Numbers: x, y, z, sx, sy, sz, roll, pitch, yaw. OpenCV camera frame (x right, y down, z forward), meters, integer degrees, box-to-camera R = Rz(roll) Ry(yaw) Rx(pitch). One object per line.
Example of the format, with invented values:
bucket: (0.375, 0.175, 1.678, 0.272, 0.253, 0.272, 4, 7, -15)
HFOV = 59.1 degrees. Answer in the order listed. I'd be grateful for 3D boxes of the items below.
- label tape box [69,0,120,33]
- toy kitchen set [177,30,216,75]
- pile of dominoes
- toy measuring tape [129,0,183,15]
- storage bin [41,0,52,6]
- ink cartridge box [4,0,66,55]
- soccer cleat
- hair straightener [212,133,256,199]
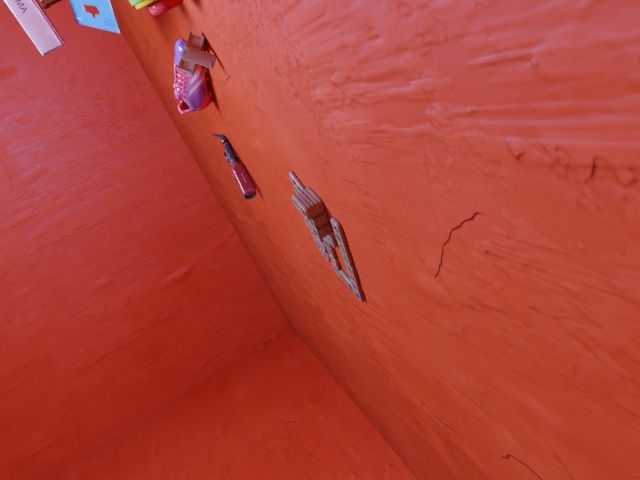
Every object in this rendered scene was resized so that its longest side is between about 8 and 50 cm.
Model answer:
label tape box: (-0.483, -0.624, 1.171, 0.240, 0.106, 0.334, 28, 141, 41)
toy kitchen set: (-0.255, -0.380, 1.196, 0.068, 0.083, 0.075, 18, 173, -8)
pile of dominoes: (0.000, 0.000, 1.135, 0.196, 0.040, 0.251, 48, 164, 44)
toy measuring tape: (-0.332, -0.495, 1.092, 0.121, 0.121, 0.330, 64, 168, -27)
storage bin: (-0.606, -0.691, 1.396, 0.123, 0.262, 0.260, 64, 168, -28)
ink cartridge box: (-0.722, -0.587, 1.333, 0.296, 0.066, 0.261, 62, 170, -30)
soccer cleat: (-0.329, -0.396, 1.394, 0.083, 0.095, 0.248, 56, 169, 13)
hair straightener: (-0.258, -0.220, 1.678, 0.230, 0.047, 0.089, 57, 169, 11)
